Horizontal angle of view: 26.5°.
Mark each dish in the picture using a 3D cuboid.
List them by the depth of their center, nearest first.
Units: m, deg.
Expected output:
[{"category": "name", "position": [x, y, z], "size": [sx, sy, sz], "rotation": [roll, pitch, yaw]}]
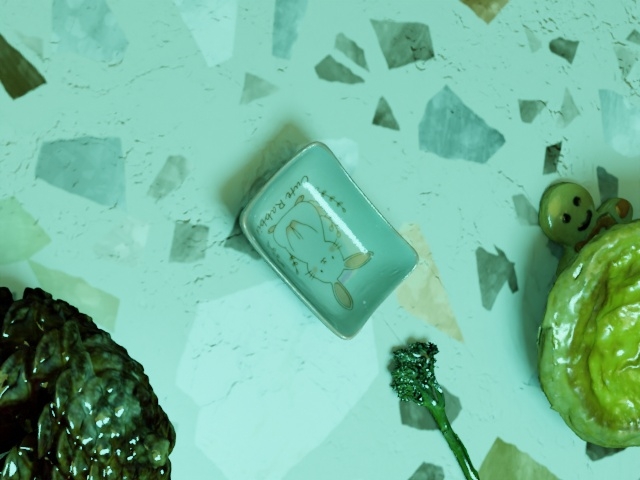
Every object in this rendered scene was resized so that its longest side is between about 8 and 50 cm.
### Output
[{"category": "dish", "position": [0.000, 0.000, 1.656], "size": [0.151, 0.077, 0.212], "rotation": [-47, 109, -18]}]

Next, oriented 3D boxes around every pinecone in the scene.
[{"category": "pinecone", "position": [-0.296, 0.191, 1.411], "size": [0.242, 0.296, 0.298], "rotation": [-49, 148, -13]}]

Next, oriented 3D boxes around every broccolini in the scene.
[{"category": "broccolini", "position": [0.165, 0.245, 1.751], "size": [0.071, 0.057, 0.254], "rotation": [-25, 101, 21]}]

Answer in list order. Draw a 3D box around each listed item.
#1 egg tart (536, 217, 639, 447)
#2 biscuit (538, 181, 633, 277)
[{"category": "egg tart", "position": [0.417, 0.111, 1.800], "size": [0.341, 0.129, 0.341], "rotation": [-5, 106, -17]}, {"category": "biscuit", "position": [0.386, 0.012, 1.861], "size": [0.234, 0.030, 0.153], "rotation": [46, 72, -19]}]
